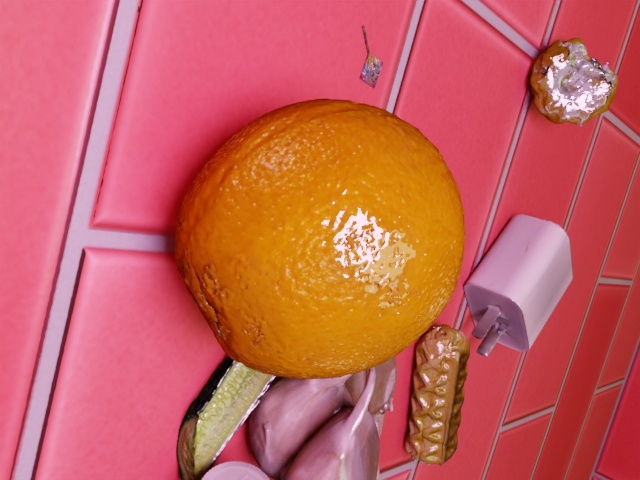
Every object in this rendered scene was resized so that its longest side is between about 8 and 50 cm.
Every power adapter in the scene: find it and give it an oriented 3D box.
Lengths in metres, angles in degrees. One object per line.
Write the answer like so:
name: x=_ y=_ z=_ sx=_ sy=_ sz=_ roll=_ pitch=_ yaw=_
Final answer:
power adapter: x=0.365 y=0.104 z=1.172 sx=0.255 sy=0.124 sz=0.187 roll=-50 pitch=137 yaw=-23

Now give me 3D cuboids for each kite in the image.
kite: x=0.058 y=-0.222 z=0.765 sx=0.044 sy=0.002 sz=0.078 roll=-58 pitch=141 yaw=-13

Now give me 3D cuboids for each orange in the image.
orange: x=0.000 y=0.000 z=0.594 sx=0.274 sy=0.274 sz=0.274 roll=-23 pitch=123 yaw=-41

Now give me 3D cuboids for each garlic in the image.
garlic: x=0.029 y=0.237 z=0.774 sx=0.237 sy=0.210 sz=0.292 roll=-43 pitch=149 yaw=-11

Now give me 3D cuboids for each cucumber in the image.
cucumber: x=-0.111 y=0.181 z=0.720 sx=0.220 sy=0.046 sz=0.070 roll=-56 pitch=137 yaw=-18

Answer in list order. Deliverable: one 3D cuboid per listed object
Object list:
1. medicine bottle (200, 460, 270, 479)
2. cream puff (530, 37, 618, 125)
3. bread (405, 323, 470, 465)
medicine bottle: x=-0.114 y=0.344 z=0.712 sx=0.132 sy=0.088 sz=0.188 roll=-21 pitch=141 yaw=-42
cream puff: x=0.438 y=-0.277 z=1.085 sx=0.156 sy=0.156 sz=0.121 roll=-19 pitch=151 yaw=-44
bread: x=0.208 y=0.272 z=1.096 sx=0.087 sy=0.098 sz=0.269 roll=-86 pitch=178 yaw=-68
